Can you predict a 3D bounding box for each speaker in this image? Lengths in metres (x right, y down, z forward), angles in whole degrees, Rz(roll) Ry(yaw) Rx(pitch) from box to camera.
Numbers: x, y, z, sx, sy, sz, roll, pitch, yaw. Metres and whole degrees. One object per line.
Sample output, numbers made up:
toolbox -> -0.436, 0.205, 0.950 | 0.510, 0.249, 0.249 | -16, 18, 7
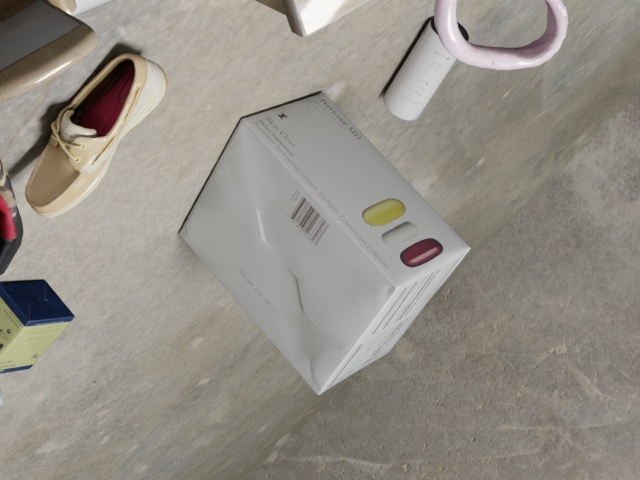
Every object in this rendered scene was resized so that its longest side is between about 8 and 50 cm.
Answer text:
speaker -> 0.131, -0.215, 1.560 | 0.055, 0.055, 0.136 | -26, 157, -43

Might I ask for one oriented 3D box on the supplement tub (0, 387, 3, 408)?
supplement tub -> -0.411, 0.179, 1.195 | 0.190, 0.117, 0.117 | -42, 164, 1

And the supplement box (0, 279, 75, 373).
supplement box -> -0.318, 0.090, 1.290 | 0.083, 0.056, 0.083 | -48, 163, 16

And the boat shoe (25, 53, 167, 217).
boat shoe -> -0.206, -0.096, 1.080 | 0.170, 0.063, 0.059 | -52, 161, 1

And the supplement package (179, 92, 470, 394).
supplement package -> 0.000, 0.000, 1.430 | 0.145, 0.262, 0.204 | -25, 157, -46

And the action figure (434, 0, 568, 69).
action figure -> 0.109, -0.325, 0.786 | 0.248, 0.275, 0.370 | -7, 150, -39

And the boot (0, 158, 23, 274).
boot -> -0.272, -0.058, 0.605 | 0.138, 0.284, 0.377 | -34, 162, -26

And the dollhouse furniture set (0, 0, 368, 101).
dollhouse furniture set -> -0.085, -0.246, 0.499 | 0.286, 0.198, 0.303 | -34, 129, -19

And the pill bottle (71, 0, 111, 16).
pill bottle -> -0.133, -0.225, 0.728 | 0.283, 0.160, 0.160 | -32, 161, -33
